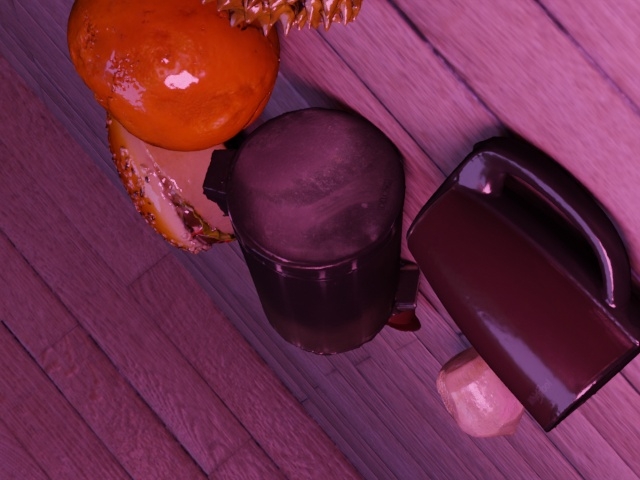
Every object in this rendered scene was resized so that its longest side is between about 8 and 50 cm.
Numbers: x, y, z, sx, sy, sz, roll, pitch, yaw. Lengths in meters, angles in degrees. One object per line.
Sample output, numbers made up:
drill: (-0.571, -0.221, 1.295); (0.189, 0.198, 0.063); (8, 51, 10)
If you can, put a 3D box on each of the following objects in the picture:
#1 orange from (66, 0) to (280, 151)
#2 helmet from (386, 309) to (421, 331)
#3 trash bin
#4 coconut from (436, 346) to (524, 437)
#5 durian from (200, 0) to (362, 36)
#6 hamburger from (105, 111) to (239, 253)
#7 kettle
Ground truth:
orange: (-0.163, -0.216, 1.146); (0.240, 0.240, 0.240); (45, 165, 16)
helmet: (0.102, 0.072, 1.406); (0.089, 0.057, 0.111); (-1, -148, -47)
trash bin: (0.000, 0.000, 1.246); (0.252, 0.203, 0.301); (9, 156, 8)
coconut: (0.213, 0.202, 1.310); (0.124, 0.110, 0.110); (59, 164, -6)
durian: (-0.060, -0.258, 0.934); (0.341, 0.112, 0.191); (38, 159, 53)
hamburger: (-0.211, -0.114, 1.537); (0.300, 0.176, 0.300); (59, -177, -5)
kettle: (0.188, 0.031, 0.921); (0.232, 0.144, 0.202); (48, 146, 18)
